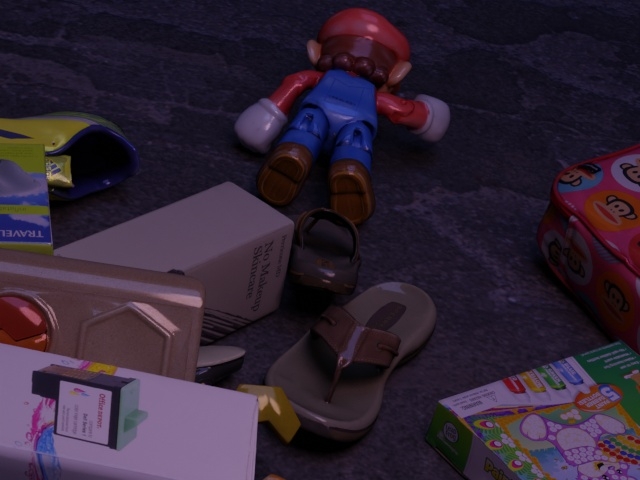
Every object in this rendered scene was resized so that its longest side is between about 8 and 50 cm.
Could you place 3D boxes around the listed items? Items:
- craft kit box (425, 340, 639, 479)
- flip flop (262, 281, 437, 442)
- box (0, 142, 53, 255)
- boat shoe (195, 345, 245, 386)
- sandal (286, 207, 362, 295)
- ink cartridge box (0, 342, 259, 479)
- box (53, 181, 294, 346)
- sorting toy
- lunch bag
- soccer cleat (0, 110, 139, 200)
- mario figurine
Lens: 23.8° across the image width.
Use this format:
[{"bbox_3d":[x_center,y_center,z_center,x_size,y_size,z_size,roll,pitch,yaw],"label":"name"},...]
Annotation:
[{"bbox_3d":[0.266,0.205,1.362,0.249,0.061,0.246,-14,44,-37],"label":"craft kit box"},{"bbox_3d":[0.036,0.095,1.414,0.112,0.080,0.277,26,34,18],"label":"flip flop"},{"bbox_3d":[-0.288,-0.022,1.304,0.109,0.042,0.178,0,36,-14],"label":"box"},{"bbox_3d":[-0.122,0.123,1.349,0.133,0.042,0.049,-17,18,-41],"label":"boat shoe"},{"bbox_3d":[0.000,0.000,1.530,0.090,0.060,0.219,10,13,-3],"label":"sandal"},{"bbox_3d":[-0.196,0.190,1.062,0.278,0.201,0.117,12,32,-4],"label":"ink cartridge box"},{"bbox_3d":[-0.152,0.045,1.390,0.094,0.113,0.275,31,37,29],"label":"box"},{"bbox_3d":[-0.160,0.129,1.208,0.307,0.041,0.229,9,74,-9],"label":"sorting toy"},{"bbox_3d":[0.401,0.019,1.599,0.258,0.120,0.293,-18,50,-25],"label":"lunch bag"},{"bbox_3d":[-0.312,-0.076,1.522,0.289,0.093,0.121,-15,29,-41],"label":"soccer cleat"},{"bbox_3d":[0.028,-0.132,1.766,0.198,0.170,0.320,45,38,-20],"label":"mario figurine"}]
